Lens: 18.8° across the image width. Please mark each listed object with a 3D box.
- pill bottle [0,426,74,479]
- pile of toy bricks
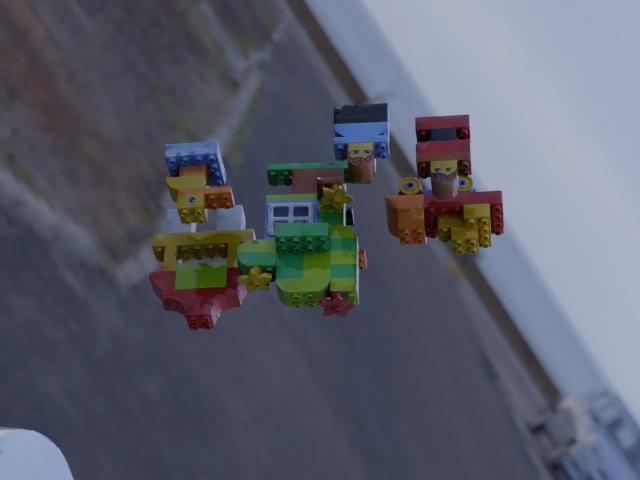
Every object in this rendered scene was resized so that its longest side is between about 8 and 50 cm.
[{"bbox_3d":[-0.164,0.089,0.532,0.108,0.180,0.108,1,90,-72],"label":"pill bottle"},{"bbox_3d":[0.000,0.000,1.117,0.118,0.212,0.105,79,9,-53],"label":"pile of toy bricks"}]
